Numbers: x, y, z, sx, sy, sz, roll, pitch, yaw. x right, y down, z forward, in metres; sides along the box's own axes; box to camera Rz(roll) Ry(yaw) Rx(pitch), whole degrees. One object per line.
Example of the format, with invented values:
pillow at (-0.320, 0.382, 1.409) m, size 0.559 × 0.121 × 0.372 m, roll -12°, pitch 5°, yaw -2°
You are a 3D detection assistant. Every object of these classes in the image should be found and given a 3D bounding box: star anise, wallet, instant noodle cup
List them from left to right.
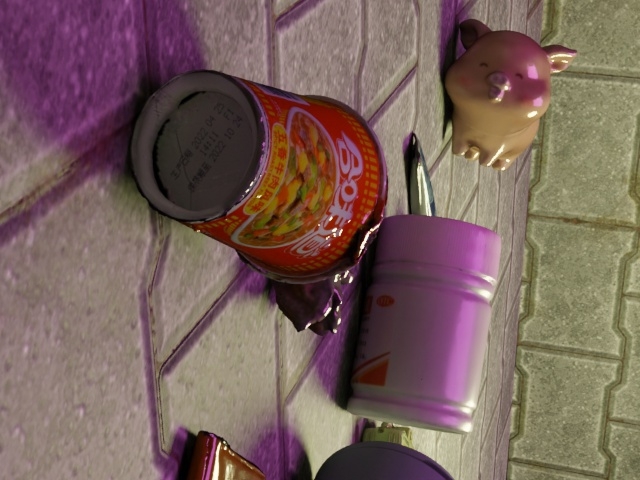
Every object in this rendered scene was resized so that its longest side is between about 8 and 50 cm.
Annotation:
wallet at (-0.114, 0.304, 1.231) m, size 0.195 × 0.042 × 0.161 m, roll 55°, pitch 41°, yaw -64°
instant noodle cup at (-0.059, -0.063, 1.026) m, size 0.212 × 0.193 × 0.193 m, roll 17°, pitch 81°, yaw -66°
star anise at (0.000, 0.000, 1.372) m, size 0.229 × 0.093 × 0.236 m, roll 81°, pitch 25°, yaw -45°

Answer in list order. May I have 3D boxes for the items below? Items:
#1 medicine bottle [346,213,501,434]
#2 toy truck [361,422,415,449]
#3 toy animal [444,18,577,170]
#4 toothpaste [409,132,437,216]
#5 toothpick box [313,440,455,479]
medicine bottle at (0.164, 0.133, 1.791) m, size 0.202 × 0.202 × 0.315 m, roll 43°, pitch 57°, yaw -70°
toy truck at (0.121, 0.370, 1.969) m, size 0.191 × 0.085 × 0.116 m, roll 64°, pitch 32°, yaw -58°
toy animal at (0.354, -0.276, 2.252) m, size 0.326 × 0.237 × 0.269 m, roll 8°, pitch 99°, yaw -78°
toothpaste at (0.183, -0.065, 2.047) m, size 0.069 × 0.047 × 0.268 m, roll -52°, pitch 144°, yaw -37°
toothpick box at (0.038, 0.449, 1.499) m, size 0.354 × 0.263 × 0.263 m, roll -55°, pitch 149°, yaw -55°
